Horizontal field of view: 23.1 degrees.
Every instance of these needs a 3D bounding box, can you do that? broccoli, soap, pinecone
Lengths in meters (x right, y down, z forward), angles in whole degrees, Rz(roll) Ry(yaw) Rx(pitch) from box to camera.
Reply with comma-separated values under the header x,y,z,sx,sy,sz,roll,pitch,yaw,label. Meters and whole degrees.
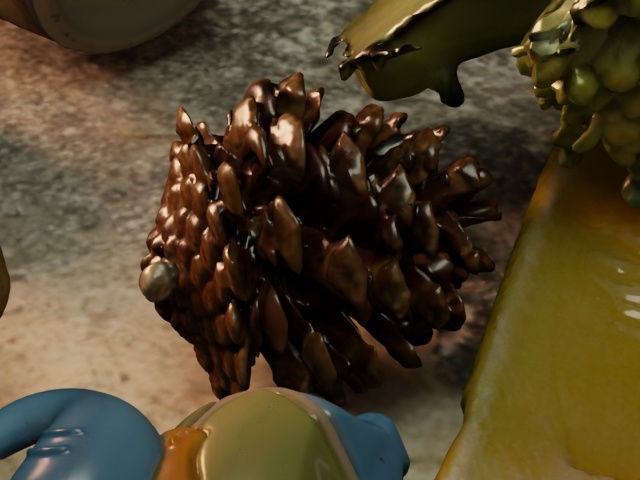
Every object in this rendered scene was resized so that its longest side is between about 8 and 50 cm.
x,y,z,sx,sy,sz,roll,pitch,yaw,label
0.160,-0.107,0.750,0.273,0.180,0.242,-37,24,25,broccoli
0.174,0.052,0.720,0.199,0.091,0.315,15,45,13,soap
0.000,0.000,0.723,0.173,0.173,0.173,0,43,0,pinecone

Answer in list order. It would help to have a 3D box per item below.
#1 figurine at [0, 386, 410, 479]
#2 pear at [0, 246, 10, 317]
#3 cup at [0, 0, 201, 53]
x,y,z,sx,sy,sz,roll,pitch,yaw,label
-0.078,0.142,0.599,0.180,0.154,0.262,13,27,25,figurine
-0.260,0.027,0.666,0.211,0.188,0.228,22,40,18,pear
-0.154,-0.271,0.926,0.227,0.301,0.257,-14,49,-43,cup
